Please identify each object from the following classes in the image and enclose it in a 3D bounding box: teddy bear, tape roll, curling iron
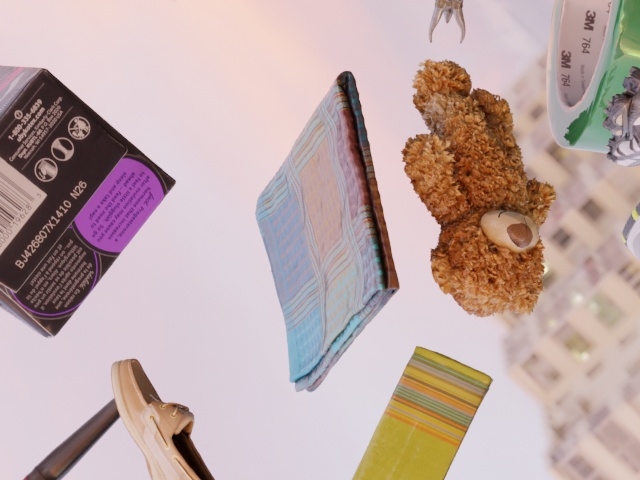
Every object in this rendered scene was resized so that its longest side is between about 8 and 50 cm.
[{"bbox_3d":[0.194,-0.074,1.961,0.245,0.113,0.338,49,-149,-28],"label":"teddy bear"},{"bbox_3d":[0.345,-0.263,1.952,0.077,0.321,0.321,8,-158,-7],"label":"tape roll"},{"bbox_3d":[-0.286,0.259,1.712,0.068,0.274,0.035,38,-179,-38],"label":"curling iron"}]

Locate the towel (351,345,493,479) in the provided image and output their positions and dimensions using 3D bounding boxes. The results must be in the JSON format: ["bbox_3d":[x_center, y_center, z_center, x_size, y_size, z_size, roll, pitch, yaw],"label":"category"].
[{"bbox_3d":[0.100,0.239,1.851,0.102,0.237,0.021,23,172,29],"label":"towel"}]

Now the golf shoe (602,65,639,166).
[{"bbox_3d":[0.327,-0.099,1.594,0.094,0.077,0.198,29,-179,17],"label":"golf shoe"}]

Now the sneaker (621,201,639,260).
[{"bbox_3d":[0.517,-0.053,2.164,0.147,0.145,0.384,59,163,24],"label":"sneaker"}]

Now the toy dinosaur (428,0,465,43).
[{"bbox_3d":[0.109,-0.366,1.907,0.313,0.121,0.160,29,-120,-46],"label":"toy dinosaur"}]

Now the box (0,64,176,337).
[{"bbox_3d":[-0.256,-0.041,1.374,0.143,0.165,0.270,41,170,-21],"label":"box"}]

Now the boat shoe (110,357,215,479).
[{"bbox_3d":[-0.146,0.185,1.607,0.170,0.059,0.063,64,-165,8],"label":"boat shoe"}]

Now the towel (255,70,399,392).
[{"bbox_3d":[0.000,0.000,1.954,0.040,0.370,0.271,-6,-110,-18],"label":"towel"}]
